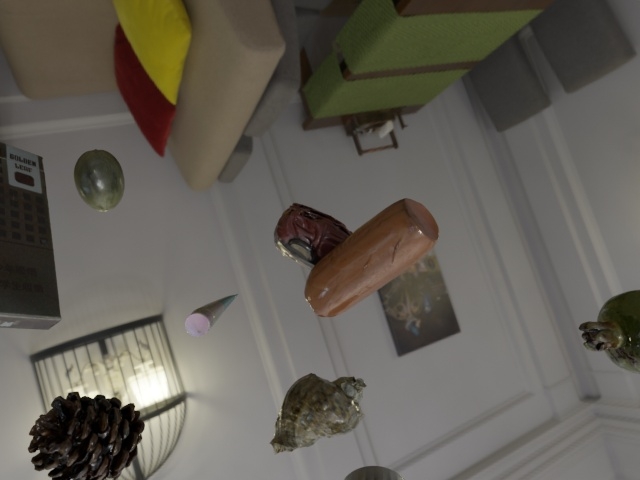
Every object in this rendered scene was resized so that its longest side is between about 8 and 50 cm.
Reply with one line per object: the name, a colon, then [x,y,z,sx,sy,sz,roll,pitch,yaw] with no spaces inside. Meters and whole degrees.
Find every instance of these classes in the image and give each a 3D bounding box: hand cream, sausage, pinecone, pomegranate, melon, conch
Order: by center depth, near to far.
sausage: [0.087,0.043,0.928,0.304,0.121,0.121,-40,164,26]
melon: [-0.464,-0.126,0.990,0.098,0.130,0.098,0,-170,0]
pomegranate: [0.660,0.182,0.993,0.211,0.179,0.179,27,162,-11]
pinecone: [-0.571,0.488,1.152,0.224,0.224,0.272,-21,144,26]
conch: [-0.016,0.437,1.251,0.291,0.158,0.210,-23,-146,-17]
hand cream: [-0.331,0.211,1.434,0.111,0.070,0.312,-23,-174,2]

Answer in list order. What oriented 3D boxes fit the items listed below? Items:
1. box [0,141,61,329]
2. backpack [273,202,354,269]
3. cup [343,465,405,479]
box: [-0.506,-0.024,0.715,0.047,0.324,0.180,-32,154,20]
backpack: [-0.001,0.002,1.093,0.229,0.138,0.229,23,173,3]
cup: [0.129,0.744,1.103,0.253,0.253,0.371,-19,-168,10]
